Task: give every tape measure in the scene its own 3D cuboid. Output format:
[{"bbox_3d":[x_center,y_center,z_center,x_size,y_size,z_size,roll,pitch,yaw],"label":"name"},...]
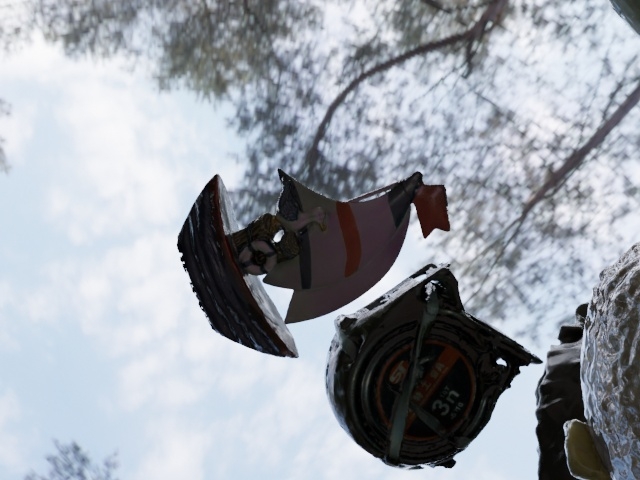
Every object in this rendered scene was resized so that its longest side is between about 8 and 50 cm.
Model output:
[{"bbox_3d":[0.048,0.063,0.598,0.094,0.054,0.091,-46,-76,-3],"label":"tape measure"}]

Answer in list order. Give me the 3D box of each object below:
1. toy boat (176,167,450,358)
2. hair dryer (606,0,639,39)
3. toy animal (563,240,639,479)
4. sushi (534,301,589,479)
[{"bbox_3d":[-0.010,0.028,1.397,0.318,0.072,0.219,2,-83,12],"label":"toy boat"},{"bbox_3d":[0.193,-0.224,0.835,0.173,0.107,0.357,-46,-58,7],"label":"hair dryer"},{"bbox_3d":[0.265,0.101,0.776,0.188,0.358,0.226,-36,-133,-27],"label":"toy animal"},{"bbox_3d":[0.362,0.221,1.157,0.294,0.299,0.281,-5,-137,29],"label":"sushi"}]
